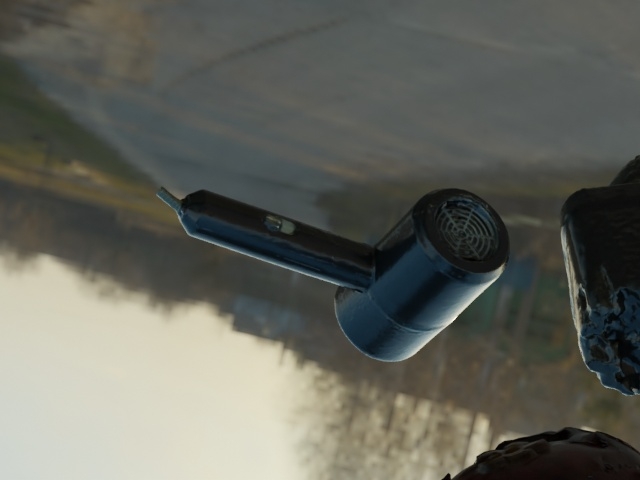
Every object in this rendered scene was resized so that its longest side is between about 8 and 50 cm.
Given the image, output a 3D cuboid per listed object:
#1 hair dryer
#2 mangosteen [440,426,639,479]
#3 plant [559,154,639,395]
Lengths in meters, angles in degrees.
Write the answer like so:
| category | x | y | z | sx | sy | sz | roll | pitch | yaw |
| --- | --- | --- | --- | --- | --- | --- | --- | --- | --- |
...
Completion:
| category | x | y | z | sx | sy | sz | roll | pitch | yaw |
| --- | --- | --- | --- | --- | --- | --- | --- | --- | --- |
| hair dryer | 0.000 | 0.000 | 1.128 | 0.219 | 0.071 | 0.124 | 18 | 142 | -16 |
| mangosteen | 0.129 | 0.194 | 0.957 | 0.166 | 0.180 | 0.166 | -9 | -175 | 1 |
| plant | 0.280 | 0.027 | 1.463 | 0.164 | 0.142 | 0.256 | -4 | -150 | 22 |
